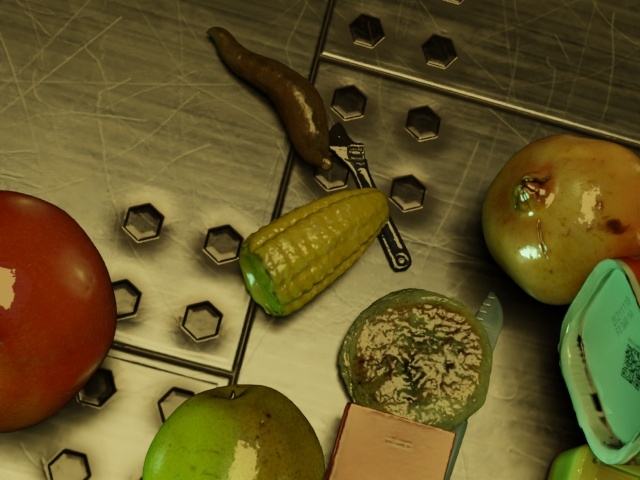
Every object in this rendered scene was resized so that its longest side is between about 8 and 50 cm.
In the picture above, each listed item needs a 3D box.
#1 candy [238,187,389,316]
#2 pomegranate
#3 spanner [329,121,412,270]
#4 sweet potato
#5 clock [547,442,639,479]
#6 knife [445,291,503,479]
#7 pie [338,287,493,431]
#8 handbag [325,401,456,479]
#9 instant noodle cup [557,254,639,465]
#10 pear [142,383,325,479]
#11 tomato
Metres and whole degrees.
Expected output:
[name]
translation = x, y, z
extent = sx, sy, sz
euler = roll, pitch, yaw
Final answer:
[candy]
translation = 0.000, 0.000, 1.430
extent = 0.199, 0.094, 0.106
euler = -34, 115, -22
[pomegranate]
translation = 0.295, -0.030, 1.429
extent = 0.209, 0.209, 0.209
euler = 3, 72, -8
[spanner]
translation = 0.060, -0.056, 1.499
extent = 0.046, 0.012, 0.208
euler = -21, 78, -14
[sweet potato]
translation = -0.048, -0.186, 1.502
extent = 0.069, 0.059, 0.249
euler = -37, 77, -5
[clock]
translation = 0.358, 0.327, 1.379
extent = 0.202, 0.096, 0.143
euler = 21, 68, -3
[knife]
translation = 0.161, 0.200, 1.433
extent = 0.044, 0.019, 0.313
euler = 24, 68, 2
[pie]
translation = 0.114, 0.144, 1.420
extent = 0.187, 0.041, 0.187
euler = 1, 71, -4
[handbag]
translation = 0.065, 0.289, 1.344
extent = 0.127, 0.063, 0.190
euler = 17, 83, -3
[instant noodle cup]
translation = 0.455, 0.131, 1.345
extent = 0.308, 0.294, 0.294
euler = -2, 73, -15
[pear]
translation = -0.091, 0.251, 1.291
extent = 0.198, 0.198, 0.198
euler = 3, 72, -8
[tomato]
translation = -0.338, 0.074, 1.266
extent = 0.256, 0.256, 0.224
euler = 44, 44, 6
